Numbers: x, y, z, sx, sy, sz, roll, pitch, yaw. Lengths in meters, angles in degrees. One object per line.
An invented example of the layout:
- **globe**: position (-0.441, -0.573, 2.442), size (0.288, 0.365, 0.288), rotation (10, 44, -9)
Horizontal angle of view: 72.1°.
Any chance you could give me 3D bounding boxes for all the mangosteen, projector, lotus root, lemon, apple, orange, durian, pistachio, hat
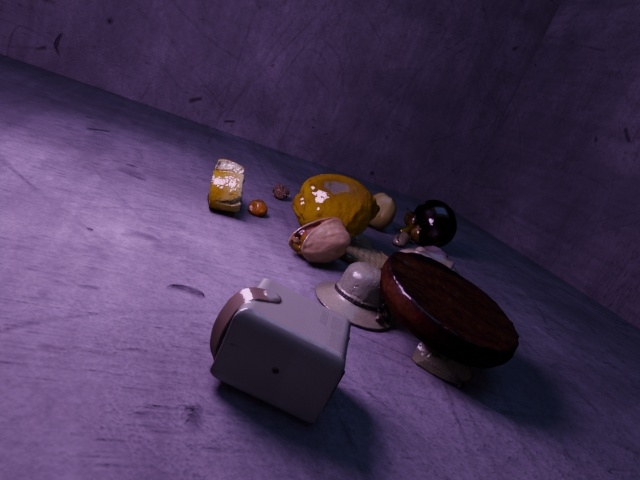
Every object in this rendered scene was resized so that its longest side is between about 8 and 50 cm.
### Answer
- **mangosteen**: position (0.567, -0.079, 2.344), size (0.302, 0.275, 0.275), rotation (-12, 20, 1)
- **projector**: position (-0.075, 0.188, 0.809), size (0.242, 0.164, 0.177), rotation (25, 16, -1)
- **lotus root**: position (0.329, 0.304, 1.121), size (0.144, 0.070, 0.143), rotation (35, 21, 33)
- **lemon**: position (0.056, -0.128, 1.739), size (0.316, 0.286, 0.285), rotation (21, 14, -42)
- **apple**: position (0.297, -0.148, 2.277), size (0.200, 0.200, 0.200), rotation (21, 17, -7)
- **orange**: position (-0.245, -0.131, 1.730), size (0.086, 0.062, 0.086), rotation (23, 18, -8)
- **durian**: position (-0.185, -0.229, 2.081), size (0.091, 0.080, 0.080), rotation (30, 18, 13)
- **pistachio**: position (0.000, 0.000, 1.494), size (0.229, 0.157, 0.157), rotation (-12, 36, -42)
- **hat**: position (0.122, 0.136, 1.270), size (0.257, 0.130, 0.257), rotation (21, 18, -7)

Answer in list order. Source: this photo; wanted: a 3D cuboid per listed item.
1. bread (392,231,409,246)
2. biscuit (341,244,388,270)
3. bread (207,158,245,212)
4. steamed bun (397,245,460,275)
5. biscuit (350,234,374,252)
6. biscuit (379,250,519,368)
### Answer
- **bread**: position (0.408, -0.011, 2.208), size (0.073, 0.053, 0.214), rotation (24, 17, 16)
- **biscuit**: position (0.169, 0.069, 1.692), size (0.273, 0.036, 0.187), rotation (14, 19, -27)
- **bread**: position (-0.344, -0.204, 1.622), size (0.124, 0.186, 0.257), rotation (13, 11, -17)
- **steamed bun**: position (0.373, 0.124, 1.496), size (0.280, 0.207, 0.268), rotation (16, 18, -26)
- **biscuit**: position (0.132, -0.006, 1.876), size (0.219, 0.033, 0.220), rotation (20, 20, -8)
- **biscuit**: position (0.338, 0.181, 1.187), size (0.407, 0.091, 0.407), rotation (25, 23, -11)
